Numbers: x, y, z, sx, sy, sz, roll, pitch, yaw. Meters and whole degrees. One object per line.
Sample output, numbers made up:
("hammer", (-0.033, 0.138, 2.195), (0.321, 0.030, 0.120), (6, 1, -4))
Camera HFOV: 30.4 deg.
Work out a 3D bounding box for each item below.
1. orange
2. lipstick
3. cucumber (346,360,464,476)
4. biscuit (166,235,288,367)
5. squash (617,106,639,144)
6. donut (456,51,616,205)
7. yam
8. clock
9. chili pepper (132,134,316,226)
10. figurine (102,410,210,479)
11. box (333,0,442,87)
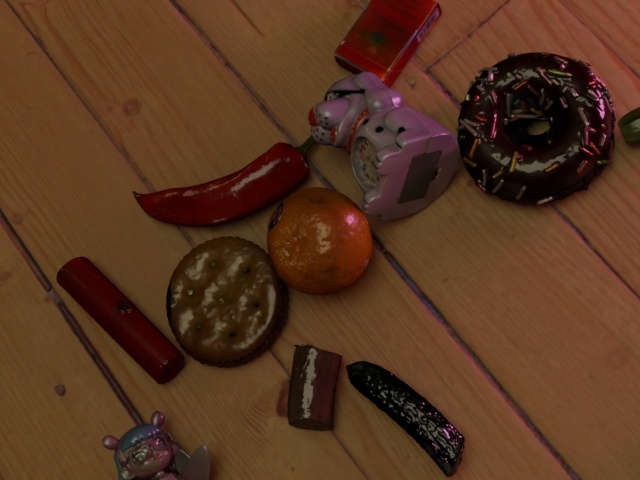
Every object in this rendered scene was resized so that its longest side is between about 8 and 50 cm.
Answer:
("orange", (-0.002, 0.002, 1.907), (0.178, 0.155, 0.177), (-11, 70, 34))
("lipstick", (-0.344, 0.132, 2.017), (0.280, 0.073, 0.073), (41, 88, 23))
("cucumber", (0.134, 0.262, 1.837), (0.067, 0.067, 0.245), (-47, 66, -1))
("biscuit", (-0.159, 0.104, 1.972), (0.221, 0.066, 0.220), (-5, 72, 16))
("squash", (0.579, -0.216, 1.850), (0.229, 0.066, 0.066), (-26, 68, 8))
("donut", (0.343, -0.185, 1.891), (0.270, 0.103, 0.269), (-5, 70, 15))
("yam", (-0.010, 0.235, 1.878), (0.084, 0.084, 0.127), (2, 74, 17))
("clock", (0.090, -0.182, 1.938), (0.189, 0.189, 0.254), (-39, 60, 2))
("chili pepper", (-0.153, -0.099, 2.024), (0.369, 0.092, 0.137), (-19, 58, 8))
("figurine", (-0.260, 0.414, 1.879), (0.205, 0.103, 0.260), (-29, 69, -21))
("box", (0.117, -0.358, 2.041), (0.112, 0.048, 0.175), (34, 85, 21))
